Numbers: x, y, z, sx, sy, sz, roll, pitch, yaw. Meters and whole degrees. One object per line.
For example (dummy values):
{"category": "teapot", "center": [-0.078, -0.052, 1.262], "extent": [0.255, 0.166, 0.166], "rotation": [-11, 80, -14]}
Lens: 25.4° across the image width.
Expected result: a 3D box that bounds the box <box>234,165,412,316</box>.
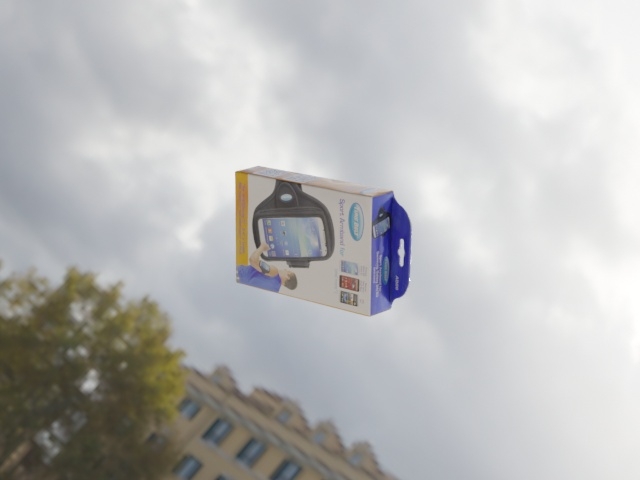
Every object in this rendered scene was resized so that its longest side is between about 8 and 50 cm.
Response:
{"category": "box", "center": [0.000, 0.000, 0.943], "extent": [0.136, 0.028, 0.081], "rotation": [13, -71, 40]}
